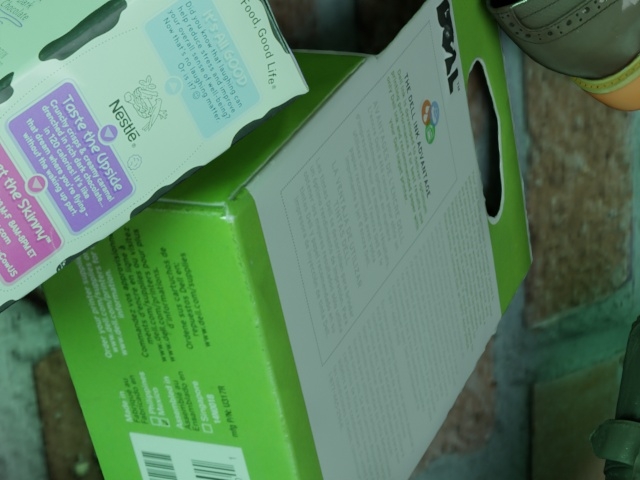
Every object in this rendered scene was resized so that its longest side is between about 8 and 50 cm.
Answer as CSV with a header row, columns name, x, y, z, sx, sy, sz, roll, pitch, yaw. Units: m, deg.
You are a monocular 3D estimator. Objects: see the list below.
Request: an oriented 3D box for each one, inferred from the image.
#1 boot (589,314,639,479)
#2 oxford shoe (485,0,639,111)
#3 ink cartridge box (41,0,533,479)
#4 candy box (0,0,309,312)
name,x,y,z,sx,sy,sz,roll,pitch,yaw
boot,0.168,0.154,0.917,0.091,0.263,0.229,11,75,5
oxford shoe,0.170,-0.193,0.784,0.098,0.097,0.271,24,97,-31
ink cartridge box,0.000,0.000,0.770,0.255,0.097,0.188,-51,137,-48
candy box,-0.130,-0.046,0.612,0.196,0.165,0.070,-37,126,-13
